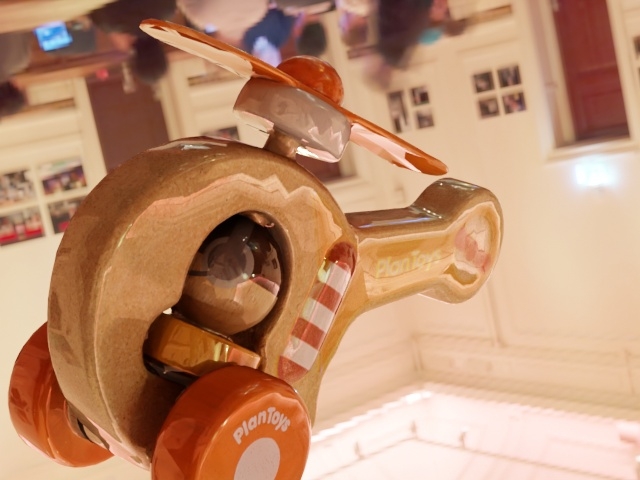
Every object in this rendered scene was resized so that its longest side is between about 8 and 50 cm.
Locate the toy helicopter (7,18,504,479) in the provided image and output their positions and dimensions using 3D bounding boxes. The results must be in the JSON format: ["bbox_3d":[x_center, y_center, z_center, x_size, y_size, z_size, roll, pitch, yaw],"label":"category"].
[{"bbox_3d":[0.000,0.000,0.598,0.140,0.235,0.355,15,-163,37],"label":"toy helicopter"}]
